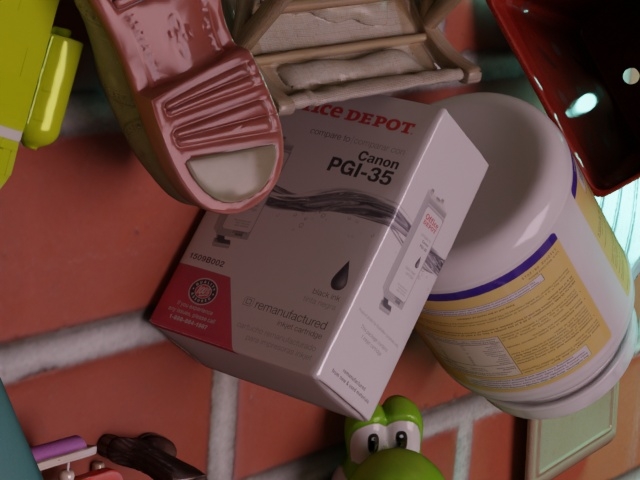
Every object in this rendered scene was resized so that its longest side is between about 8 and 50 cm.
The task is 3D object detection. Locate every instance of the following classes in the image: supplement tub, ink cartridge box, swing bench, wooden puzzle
[{"bbox_3d":[0.197,0.025,1.872,0.241,0.241,0.331,-59,140,-20],"label":"supplement tub"},{"bbox_3d":[0.000,0.000,1.637,0.117,0.207,0.283,46,65,-51],"label":"ink cartridge box"},{"bbox_3d":[0.050,-0.264,1.560,0.253,0.165,0.255,-13,140,-40],"label":"swing bench"},{"bbox_3d":[0.325,0.194,2.266,0.221,0.044,0.239,-20,122,-48],"label":"wooden puzzle"}]

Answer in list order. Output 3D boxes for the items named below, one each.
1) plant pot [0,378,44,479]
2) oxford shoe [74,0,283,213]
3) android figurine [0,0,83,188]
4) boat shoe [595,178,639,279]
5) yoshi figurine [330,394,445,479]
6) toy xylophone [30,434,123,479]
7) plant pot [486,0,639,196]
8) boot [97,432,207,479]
[{"bbox_3d":[-0.356,0.107,1.168,0.293,0.293,0.235,-28,110,-44],"label":"plant pot"},{"bbox_3d":[-0.159,-0.208,1.442,0.140,0.146,0.397,-21,102,-29],"label":"oxford shoe"},{"bbox_3d":[-0.290,-0.135,1.346,0.248,0.056,0.273,19,85,-53],"label":"android figurine"},{"bbox_3d":[0.326,0.035,2.149,0.119,0.121,0.335,-48,-172,44],"label":"boat shoe"},{"bbox_3d":[0.075,0.353,1.876,0.203,0.203,0.362,-21,116,-40],"label":"yoshi figurine"},{"bbox_3d":[-0.250,0.312,1.529,0.236,0.081,0.323,-21,119,-47],"label":"toy xylophone"},{"bbox_3d":[0.383,-0.221,1.971,0.267,0.267,0.236,63,16,8],"label":"plant pot"},{"bbox_3d":[-0.135,0.211,1.613,0.106,0.114,0.037,10,94,-53],"label":"boot"}]
